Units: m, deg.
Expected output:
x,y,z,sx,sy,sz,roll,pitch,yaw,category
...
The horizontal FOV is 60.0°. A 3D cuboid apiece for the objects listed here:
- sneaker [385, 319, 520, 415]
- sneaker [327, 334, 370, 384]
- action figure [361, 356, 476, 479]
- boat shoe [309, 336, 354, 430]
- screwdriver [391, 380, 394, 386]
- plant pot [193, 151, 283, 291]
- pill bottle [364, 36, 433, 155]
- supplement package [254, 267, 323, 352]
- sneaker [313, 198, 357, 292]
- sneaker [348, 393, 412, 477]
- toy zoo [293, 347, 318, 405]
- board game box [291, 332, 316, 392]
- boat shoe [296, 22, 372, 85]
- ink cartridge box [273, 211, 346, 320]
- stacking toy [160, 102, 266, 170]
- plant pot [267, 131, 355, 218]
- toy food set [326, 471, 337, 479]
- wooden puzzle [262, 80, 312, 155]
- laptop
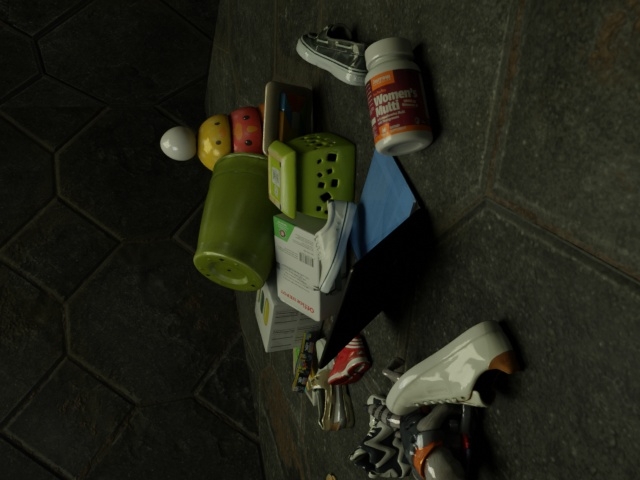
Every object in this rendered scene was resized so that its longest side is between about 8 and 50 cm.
x,y,z,sx,sy,sz,roll,pitch,yaw,category
0.237,0.273,1.021,0.290,0.106,0.123,-48,54,32,sneaker
0.081,0.351,1.668,0.221,0.087,0.128,-49,41,49,sneaker
0.211,0.444,1.163,0.330,0.179,0.341,-141,51,-77,action figure
0.023,0.462,1.802,0.113,0.103,0.302,118,141,-58,boat shoe
0.209,0.418,1.401,0.169,0.025,0.024,-103,18,-45,screwdriver
-0.243,-0.036,1.824,0.366,0.367,0.352,122,168,-61,plant pot
0.159,-0.299,1.160,0.121,0.121,0.221,150,112,-69,pill bottle
-0.110,0.228,1.967,0.262,0.198,0.199,103,154,-42,supplement package
0.024,0.012,1.510,0.094,0.091,0.258,98,-173,-84,sneaker
0.132,0.508,1.429,0.094,0.153,0.235,104,153,-43,sneaker
-0.047,0.496,2.124,0.293,0.030,0.192,-144,51,-64,toy zoo
-0.057,0.429,1.938,0.170,0.048,0.141,105,178,-46,board game box
0.048,-0.509,1.460,0.335,0.121,0.119,45,130,45,boat shoe
-0.032,0.070,1.696,0.211,0.122,0.289,26,126,42,ink cartridge box
-0.311,-0.331,1.945,0.351,0.480,0.350,174,90,-71,stacking toy
-0.037,-0.189,1.626,0.228,0.207,0.227,-134,42,-62,plant pot
0.041,0.883,2.001,0.082,0.020,0.083,176,88,-71,toy food set
-0.093,-0.374,1.735,0.044,0.239,0.220,11,103,28,wooden puzzle
0.076,0.024,1.341,0.236,0.408,0.382,36,140,20,laptop
